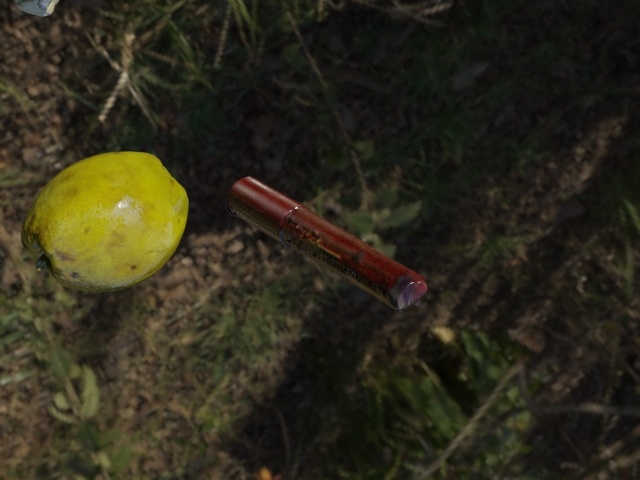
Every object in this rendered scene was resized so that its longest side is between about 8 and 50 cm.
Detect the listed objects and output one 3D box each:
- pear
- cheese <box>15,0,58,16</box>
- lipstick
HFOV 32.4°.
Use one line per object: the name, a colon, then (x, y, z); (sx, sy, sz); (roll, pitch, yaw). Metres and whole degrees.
pear: (-0.166, -0.013, 0.860); (0.131, 0.107, 0.107); (-38, 151, -19)
cheese: (-0.268, -0.322, 1.101); (0.050, 0.235, 0.127); (10, 146, -24)
lipstick: (0.000, 0.000, 0.578); (0.027, 0.176, 0.027); (-11, 112, -28)
